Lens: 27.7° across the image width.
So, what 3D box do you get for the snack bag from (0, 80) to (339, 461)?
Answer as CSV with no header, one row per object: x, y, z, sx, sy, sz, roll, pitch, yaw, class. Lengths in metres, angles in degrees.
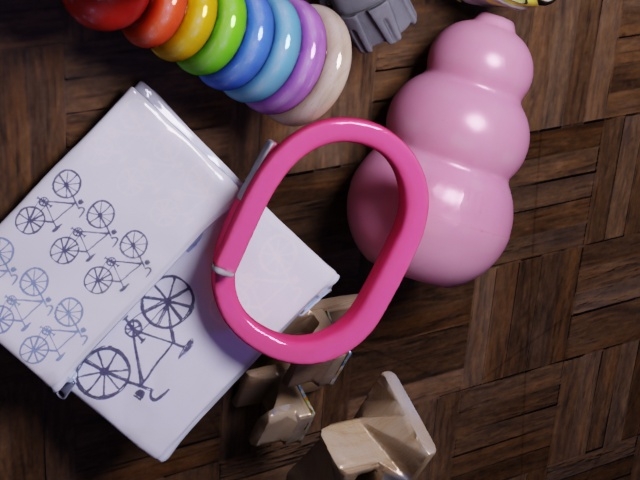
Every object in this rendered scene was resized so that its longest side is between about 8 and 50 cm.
-0.194,0.051,1.459,0.323,0.037,0.342,-46,110,-4,snack bag

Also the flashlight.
0.018,-0.347,1.421,0.103,0.103,0.304,-43,129,-11,flashlight

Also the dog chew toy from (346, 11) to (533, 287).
0.162,-0.115,1.585,0.207,0.207,0.331,15,98,-38,dog chew toy

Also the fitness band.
0.000,0.000,1.452,0.209,0.054,0.290,25,98,-15,fitness band

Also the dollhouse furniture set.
0.066,0.320,1.658,0.257,0.362,0.394,-8,144,-32,dollhouse furniture set

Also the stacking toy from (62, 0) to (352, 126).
-0.127,-0.222,1.350,0.330,0.141,0.141,14,106,-42,stacking toy

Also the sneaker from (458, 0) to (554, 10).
0.160,-0.404,1.444,0.385,0.147,0.145,40,79,-43,sneaker
